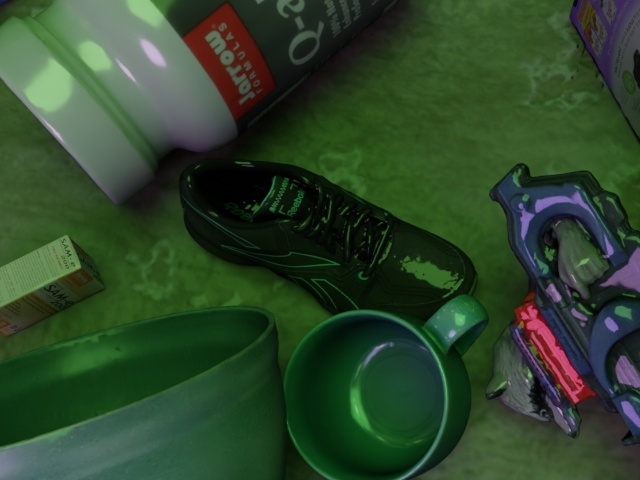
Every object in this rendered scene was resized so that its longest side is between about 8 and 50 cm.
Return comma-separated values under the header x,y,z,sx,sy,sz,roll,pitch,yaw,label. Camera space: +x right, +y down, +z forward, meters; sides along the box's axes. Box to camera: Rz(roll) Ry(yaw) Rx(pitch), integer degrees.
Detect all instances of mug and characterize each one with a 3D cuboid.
x,y,z,sx,sy,sz,roll,pitch,yaw,label
0.061,0.116,0.628,0.158,0.097,0.129,-11,78,23,mug

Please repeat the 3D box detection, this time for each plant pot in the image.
x,y,z,sx,sy,sz,roll,pitch,yaw,label
-0.149,0.182,0.564,0.293,0.293,0.196,-14,96,0,plant pot

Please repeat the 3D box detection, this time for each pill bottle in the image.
x,y,z,sx,sy,sz,roll,pitch,yaw,label
-0.093,-0.209,0.716,0.363,0.210,0.210,-42,72,-10,pill bottle

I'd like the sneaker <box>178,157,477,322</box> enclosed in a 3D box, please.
x,y,z,sx,sy,sz,roll,pitch,yaw,label
0.000,0.000,0.688,0.268,0.106,0.101,16,71,9,sneaker

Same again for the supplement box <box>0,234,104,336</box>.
x,y,z,sx,sy,sz,roll,pitch,yaw,label
-0.247,0.041,0.718,0.098,0.062,0.036,-27,69,-4,supplement box

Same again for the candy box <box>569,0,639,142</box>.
x,y,z,sx,sy,sz,roll,pitch,yaw,label
0.295,-0.171,0.689,0.070,0.165,0.196,-20,70,-1,candy box

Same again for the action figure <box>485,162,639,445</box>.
x,y,z,sx,sy,sz,roll,pitch,yaw,label
0.286,0.072,0.603,0.330,0.178,0.341,-24,85,18,action figure

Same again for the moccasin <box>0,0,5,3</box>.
x,y,z,sx,sy,sz,roll,pitch,yaw,label
-0.447,-0.239,0.808,0.342,0.117,0.138,-44,72,-10,moccasin
